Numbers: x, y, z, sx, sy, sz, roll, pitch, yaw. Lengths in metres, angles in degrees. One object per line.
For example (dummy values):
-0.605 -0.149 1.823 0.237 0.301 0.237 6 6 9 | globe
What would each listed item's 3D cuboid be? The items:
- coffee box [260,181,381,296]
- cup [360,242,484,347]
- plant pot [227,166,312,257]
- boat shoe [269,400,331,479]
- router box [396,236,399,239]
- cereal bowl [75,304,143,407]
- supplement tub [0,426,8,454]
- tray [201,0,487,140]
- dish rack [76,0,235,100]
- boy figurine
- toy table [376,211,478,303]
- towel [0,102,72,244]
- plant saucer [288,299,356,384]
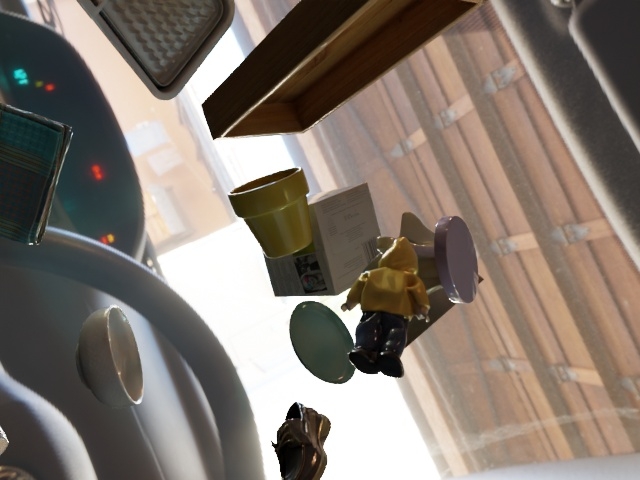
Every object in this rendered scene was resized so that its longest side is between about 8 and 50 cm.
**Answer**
0.000 0.000 2.040 0.334 0.338 0.338 -7 -78 43 | coffee box
0.253 0.131 1.507 0.237 0.331 0.331 50 -19 14 | cup
-0.140 -0.082 1.718 0.254 0.254 0.239 23 -46 69 | plant pot
-0.065 0.510 1.306 0.130 0.132 0.355 38 8 -1 | boat shoe
0.259 0.036 1.721 0.038 0.122 0.092 14 -73 20 | router box
-0.701 0.389 1.757 0.339 0.141 0.339 166 -90 -82 | cereal bowl
-0.575 0.312 0.887 0.107 0.071 0.071 41 -25 26 | supplement tub
0.012 -0.269 0.782 0.411 0.203 0.076 -23 -96 48 | tray
-0.310 -0.461 0.999 0.072 0.285 0.333 24 -17 25 | dish rack
0.127 0.118 1.049 0.092 0.177 0.285 64 33 -43 | boy figurine
0.246 0.045 1.208 0.161 0.252 0.274 -3 -36 30 | toy table
-0.727 -0.165 1.089 0.040 0.370 0.271 -108 -142 -75 | towel
0.003 0.357 1.866 0.044 0.317 0.317 -39 -109 32 | plant saucer
